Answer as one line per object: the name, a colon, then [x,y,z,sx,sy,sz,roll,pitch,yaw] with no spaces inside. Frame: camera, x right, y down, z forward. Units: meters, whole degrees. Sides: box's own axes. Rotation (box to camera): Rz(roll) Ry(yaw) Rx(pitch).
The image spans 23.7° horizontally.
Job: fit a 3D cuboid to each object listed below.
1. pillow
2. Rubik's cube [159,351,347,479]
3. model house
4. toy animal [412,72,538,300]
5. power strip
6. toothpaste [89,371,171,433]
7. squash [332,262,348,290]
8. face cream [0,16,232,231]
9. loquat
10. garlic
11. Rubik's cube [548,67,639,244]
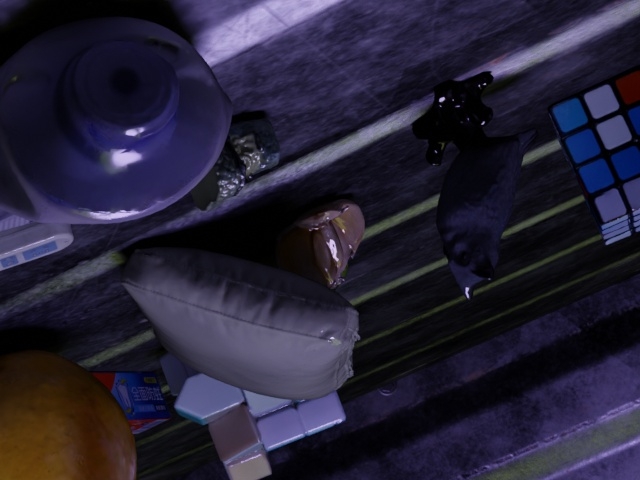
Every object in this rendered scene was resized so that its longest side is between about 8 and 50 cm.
pillow: [-0.082,0.095,1.690,0.255,0.119,0.322,17,167,4]
Rubik's cube: [-0.092,0.210,2.085,0.213,0.224,0.265,-20,173,-6]
model house: [-0.070,-0.069,1.321,0.083,0.066,0.079,-18,168,-24]
toy animal: [0.162,-0.046,1.488,0.117,0.210,0.121,-3,163,-17]
power strip: [-0.306,0.015,1.351,0.191,0.030,0.047,-20,166,-10]
toothpaste: [-0.312,0.226,2.098,0.066,0.076,0.320,-26,167,16]
squash: [-0.010,0.050,1.911,0.066,0.066,0.229,-18,167,-16]
face cream: [-0.181,-0.052,1.141,0.235,0.137,0.420,-19,175,-20]
loquat: [-0.352,0.294,1.729,0.328,0.359,0.328,-29,-171,5]
garlic: [0.001,0.002,1.707,0.113,0.094,0.074,-27,-152,-3]
Rubik's cube: [0.360,-0.100,1.723,0.154,0.151,0.155,-23,168,9]
